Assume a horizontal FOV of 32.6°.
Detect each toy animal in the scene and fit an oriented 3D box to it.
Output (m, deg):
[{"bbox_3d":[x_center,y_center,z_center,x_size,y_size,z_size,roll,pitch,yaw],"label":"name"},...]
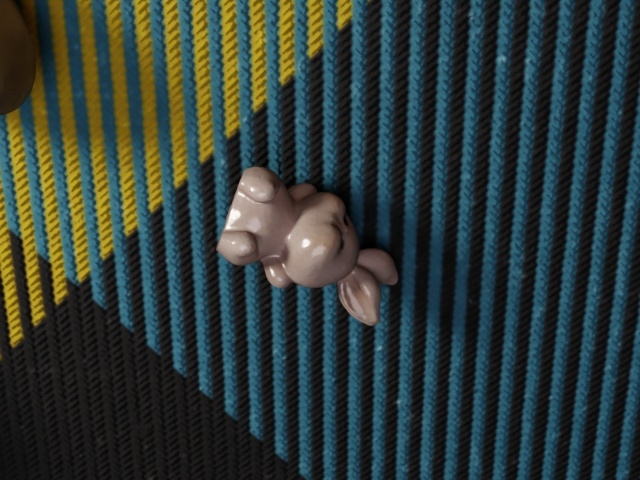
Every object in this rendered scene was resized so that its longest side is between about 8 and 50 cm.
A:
[{"bbox_3d":[0.001,0.000,1.153,0.212,0.124,0.124,21,115,-13],"label":"toy animal"}]

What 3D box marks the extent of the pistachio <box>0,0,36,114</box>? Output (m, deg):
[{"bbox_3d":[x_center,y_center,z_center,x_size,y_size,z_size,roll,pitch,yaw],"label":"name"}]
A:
[{"bbox_3d":[-0.412,-0.214,1.051,0.293,0.162,0.181,34,95,-8],"label":"pistachio"}]
